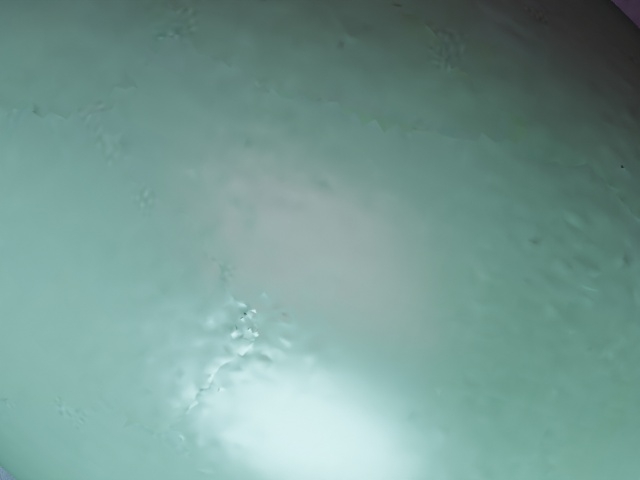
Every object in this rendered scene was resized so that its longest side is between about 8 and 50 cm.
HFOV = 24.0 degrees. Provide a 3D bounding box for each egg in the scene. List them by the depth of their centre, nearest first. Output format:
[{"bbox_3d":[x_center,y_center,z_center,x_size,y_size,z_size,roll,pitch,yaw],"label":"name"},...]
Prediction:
[{"bbox_3d":[0.000,0.000,0.421,0.283,0.203,0.203,30,93,-17],"label":"egg"}]
